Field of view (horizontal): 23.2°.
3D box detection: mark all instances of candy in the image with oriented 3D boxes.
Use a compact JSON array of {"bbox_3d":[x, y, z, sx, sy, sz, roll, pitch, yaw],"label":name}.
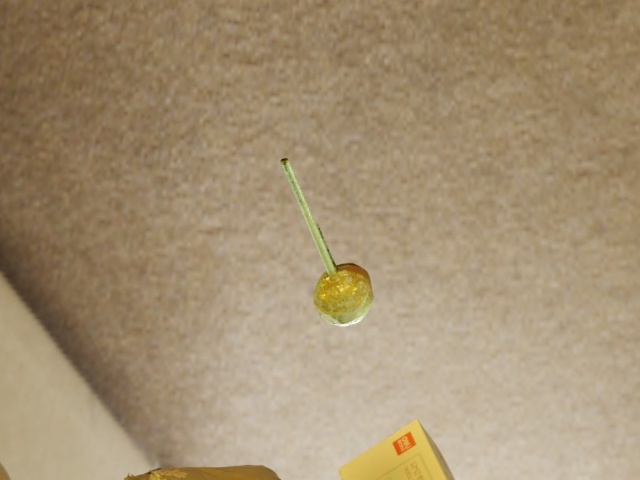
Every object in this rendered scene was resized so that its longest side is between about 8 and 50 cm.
[{"bbox_3d":[0.000,0.000,1.369,0.061,0.061,0.202,-11,133,14],"label":"candy"}]

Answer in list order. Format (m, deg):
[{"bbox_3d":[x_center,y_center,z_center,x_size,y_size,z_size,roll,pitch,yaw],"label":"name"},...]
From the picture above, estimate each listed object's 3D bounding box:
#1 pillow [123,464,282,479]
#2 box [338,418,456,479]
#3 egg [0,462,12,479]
[{"bbox_3d":[-0.154,0.369,2.278,0.255,0.169,0.059,1,112,-31],"label":"pillow"},{"bbox_3d":[0.124,0.363,1.988,0.135,0.269,0.079,-34,125,5],"label":"box"},{"bbox_3d":[-0.527,0.377,2.234,0.176,0.232,0.176,-18,132,-21],"label":"egg"}]
